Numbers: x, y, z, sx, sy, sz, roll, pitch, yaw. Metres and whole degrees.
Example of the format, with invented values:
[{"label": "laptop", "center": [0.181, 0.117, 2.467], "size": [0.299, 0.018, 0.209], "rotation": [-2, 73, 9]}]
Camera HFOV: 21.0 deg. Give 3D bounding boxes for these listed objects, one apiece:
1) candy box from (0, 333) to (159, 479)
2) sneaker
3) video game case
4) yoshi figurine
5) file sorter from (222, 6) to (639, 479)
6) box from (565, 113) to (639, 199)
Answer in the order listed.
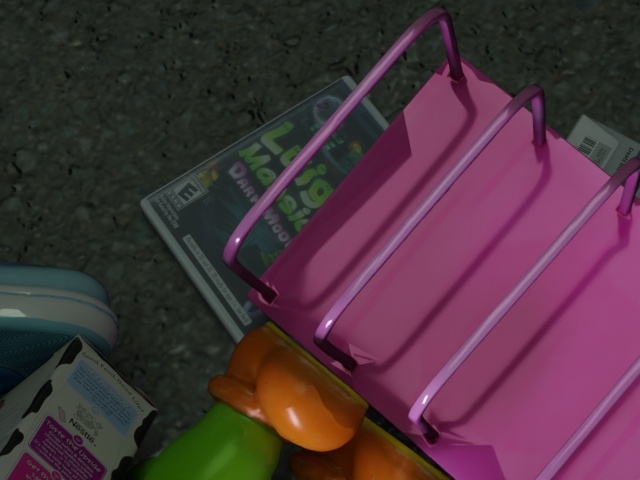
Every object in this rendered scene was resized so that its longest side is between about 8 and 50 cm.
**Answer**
[{"label": "candy box", "center": [-0.194, 0.171, 0.945], "size": [0.071, 0.159, 0.233], "rotation": [45, 28, -12]}, {"label": "sneaker", "center": [-0.266, -0.013, 1.103], "size": [0.319, 0.127, 0.208], "rotation": [0, 62, 17]}, {"label": "video game case", "center": [0.000, 0.000, 1.147], "size": [0.173, 0.022, 0.190], "rotation": [-32, 64, -11]}, {"label": "yoshi figurine", "center": [-0.081, 0.235, 0.940], "size": [0.203, 0.203, 0.362], "rotation": [41, 85, 7]}, {"label": "file sorter", "center": [0.115, 0.039, 0.974], "size": [0.290, 0.182, 0.202], "rotation": [40, 89, 12]}, {"label": "box", "center": [0.212, 0.023, 1.094], "size": [0.186, 0.038, 0.145], "rotation": [29, 69, 12]}]
